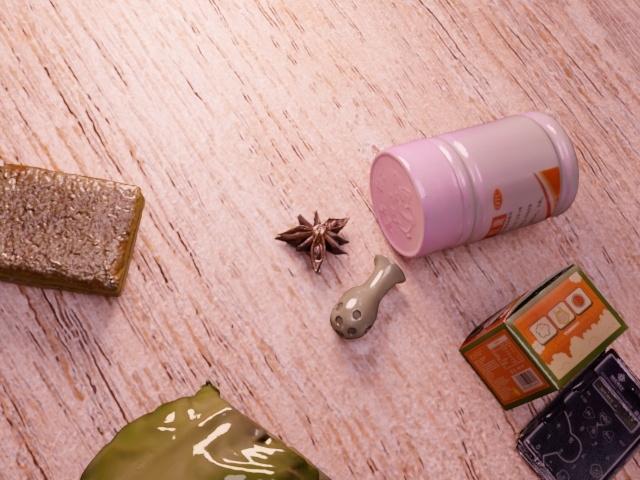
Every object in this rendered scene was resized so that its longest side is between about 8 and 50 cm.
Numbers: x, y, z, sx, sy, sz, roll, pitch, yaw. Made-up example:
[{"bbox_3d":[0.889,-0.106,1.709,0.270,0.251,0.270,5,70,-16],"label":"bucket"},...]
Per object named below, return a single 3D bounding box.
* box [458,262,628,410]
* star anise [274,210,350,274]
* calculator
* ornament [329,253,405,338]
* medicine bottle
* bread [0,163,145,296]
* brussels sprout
[{"bbox_3d":[0.363,0.162,1.409,0.178,0.195,0.148,-35,80,-22],"label":"box"},{"bbox_3d":[0.005,-0.008,1.465,0.129,0.056,0.124,-37,61,-27],"label":"star anise"},{"bbox_3d":[0.471,0.325,1.463,0.274,0.028,0.165,-37,81,-24],"label":"calculator"},{"bbox_3d":[0.075,0.101,1.433,0.156,0.081,0.074,-51,124,-26],"label":"ornament"},{"bbox_3d":[0.268,-0.100,1.485,0.316,0.202,0.202,-16,74,-19],"label":"medicine bottle"},{"bbox_3d":[-0.412,-0.015,1.340,0.234,0.110,0.184,11,70,-7],"label":"bread"},{"bbox_3d":[-0.136,0.431,1.104,0.425,0.342,0.361,41,68,7],"label":"brussels sprout"}]
